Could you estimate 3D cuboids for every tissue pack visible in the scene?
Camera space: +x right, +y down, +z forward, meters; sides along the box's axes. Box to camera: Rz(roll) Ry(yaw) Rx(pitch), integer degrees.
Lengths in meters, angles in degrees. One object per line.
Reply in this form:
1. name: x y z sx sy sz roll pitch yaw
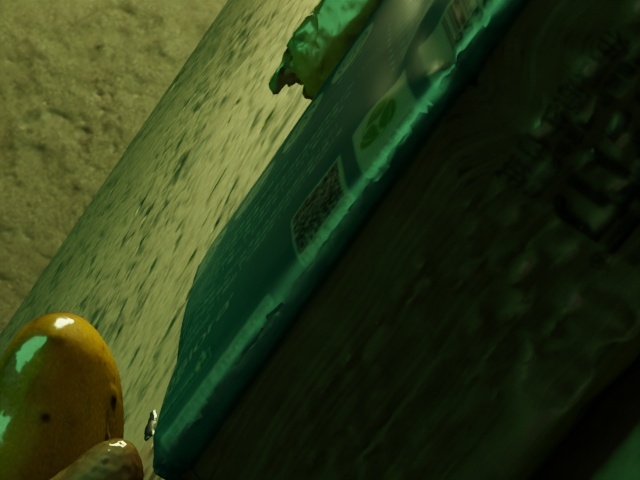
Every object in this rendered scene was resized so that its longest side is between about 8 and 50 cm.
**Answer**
1. tissue pack: 0.063 -0.019 0.685 0.271 0.134 0.192 -53 11 21

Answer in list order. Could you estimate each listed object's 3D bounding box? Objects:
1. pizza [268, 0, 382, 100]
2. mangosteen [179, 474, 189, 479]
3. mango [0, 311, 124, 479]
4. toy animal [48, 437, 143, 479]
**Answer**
1. pizza: 0.109 -0.126 0.851 0.289 0.081 0.229 -39 -14 -10
2. mangosteen: -0.042 0.141 0.853 0.081 0.081 0.081 -54 12 17
3. mango: -0.220 0.191 1.316 0.295 0.120 0.177 -57 -15 8
4. toy animal: -0.168 0.214 1.204 0.188 0.089 0.179 -62 -7 -5
